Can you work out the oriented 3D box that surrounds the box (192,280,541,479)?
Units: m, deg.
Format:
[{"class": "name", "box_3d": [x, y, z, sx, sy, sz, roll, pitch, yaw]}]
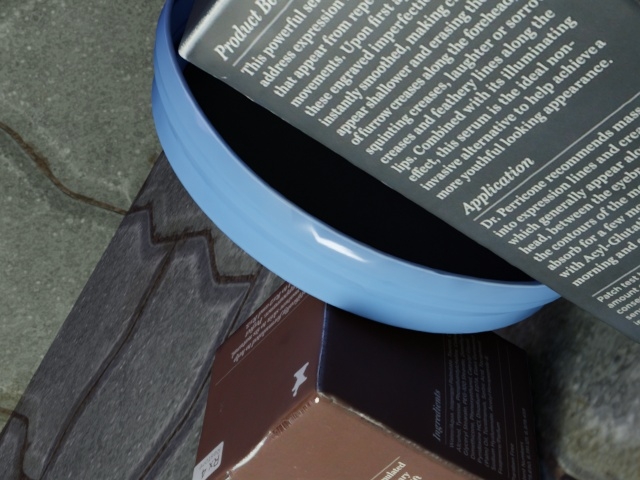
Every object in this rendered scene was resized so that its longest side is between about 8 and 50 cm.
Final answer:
[{"class": "box", "box_3d": [0.037, 0.142, 0.888, 0.168, 0.203, 0.167, -45, 24, 34]}]

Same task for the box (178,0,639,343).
[{"class": "box", "box_3d": [0.147, -0.170, 0.781, 0.212, 0.395, 0.294, -41, 27, 40]}]

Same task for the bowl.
[{"class": "bowl", "box_3d": [0.052, -0.087, 0.924, 0.391, 0.391, 0.077, -84, 18, -49]}]
